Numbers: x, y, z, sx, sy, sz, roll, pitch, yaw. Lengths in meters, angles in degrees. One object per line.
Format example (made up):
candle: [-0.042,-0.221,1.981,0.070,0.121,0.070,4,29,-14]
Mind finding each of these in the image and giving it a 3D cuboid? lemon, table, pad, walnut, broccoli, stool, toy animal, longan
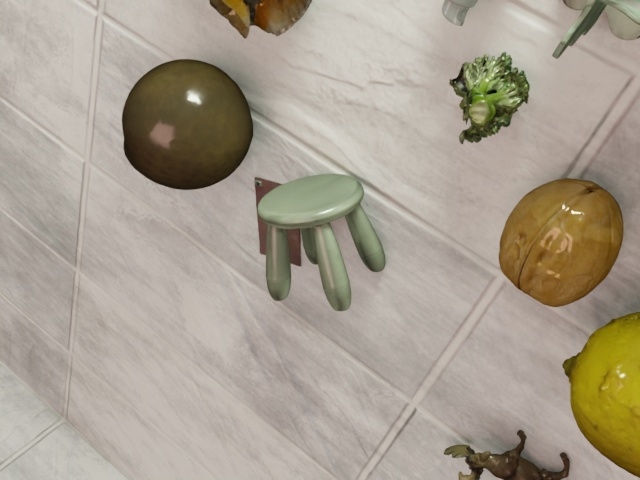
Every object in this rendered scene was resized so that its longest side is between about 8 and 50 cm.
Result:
lemon: [0.507,0.228,0.913,0.284,0.260,0.260,2,116,42]
table: [0.346,-0.303,0.757,0.167,0.198,0.166,17,124,27]
pad: [-0.091,-0.037,1.354,0.113,0.006,0.187,16,124,27]
walnut: [0.356,0.002,0.955,0.165,0.165,0.197,33,137,16]
broccoli: [0.232,-0.195,0.904,0.122,0.204,0.118,-21,103,26]
stool: [0.000,0.000,1.185,0.195,0.195,0.198,3,119,34]
toy animal: [0.357,0.451,1.254,0.214,0.093,0.186,29,137,9]
longan: [-0.257,-0.214,1.210,0.258,0.258,0.258,17,124,27]

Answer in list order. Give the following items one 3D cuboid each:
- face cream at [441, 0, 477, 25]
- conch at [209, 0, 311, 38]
face cream: [0.225,-0.412,0.849,0.101,0.101,0.251,35,130,15]
conch: [-0.109,-0.503,0.983,0.297,0.210,0.352,13,155,27]
